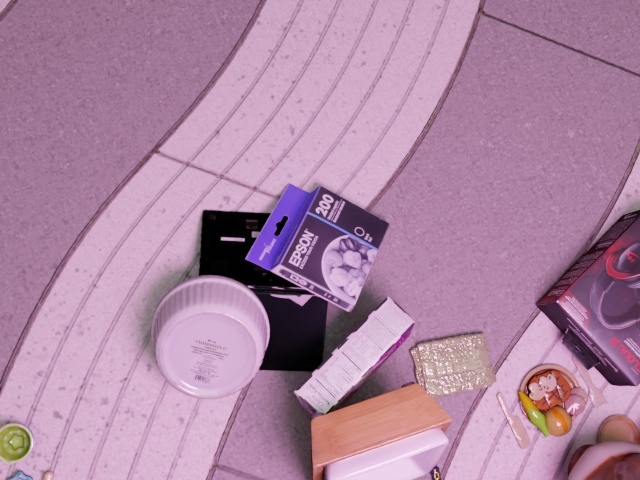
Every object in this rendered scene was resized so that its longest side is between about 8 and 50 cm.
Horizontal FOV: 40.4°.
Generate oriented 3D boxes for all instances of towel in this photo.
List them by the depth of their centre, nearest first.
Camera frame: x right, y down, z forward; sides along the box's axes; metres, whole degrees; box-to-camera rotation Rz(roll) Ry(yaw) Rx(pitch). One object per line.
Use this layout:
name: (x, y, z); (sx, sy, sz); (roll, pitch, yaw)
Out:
towel: (0.248, 0.233, 1.624); (0.148, 0.027, 0.110); (-12, 83, -7)

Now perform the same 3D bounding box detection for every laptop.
laptop: (-0.108, 0.091, 1.606); (0.234, 0.136, 0.264); (3, 56, -7)

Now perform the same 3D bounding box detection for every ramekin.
ramekin: (-0.189, 0.173, 1.495); (0.207, 0.109, 0.207); (-2, 110, -6)

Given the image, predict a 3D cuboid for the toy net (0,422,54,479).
toy net: (-0.513, 0.433, 1.492); (0.122, 0.045, 0.232); (-26, 86, -10)

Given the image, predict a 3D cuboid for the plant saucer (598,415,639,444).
plant saucer: (0.564, 0.373, 1.650); (0.084, 0.015, 0.083); (1, 83, -7)

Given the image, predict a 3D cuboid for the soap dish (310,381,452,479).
soap dish: (0.087, 0.349, 1.469); (0.229, 0.291, 0.118); (-17, 66, -9)

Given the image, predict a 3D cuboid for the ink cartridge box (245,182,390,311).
ink cartridge box: (0.000, 0.000, 1.571); (0.208, 0.045, 0.206); (27, 52, -1)

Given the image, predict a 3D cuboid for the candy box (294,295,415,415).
candy box: (0.060, 0.215, 1.532); (0.233, 0.159, 0.071); (-44, 78, -10)

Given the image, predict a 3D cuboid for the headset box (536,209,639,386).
headset box: (0.572, 0.117, 1.637); (0.293, 0.110, 0.218); (-42, 90, -11)

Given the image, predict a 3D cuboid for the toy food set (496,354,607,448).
toy food set: (0.438, 0.298, 1.632); (0.192, 0.038, 0.132); (-27, 86, -10)

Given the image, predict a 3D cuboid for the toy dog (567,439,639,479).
toy dog: (0.603, 0.499, 1.468); (0.408, 0.284, 0.395); (31, 88, -7)

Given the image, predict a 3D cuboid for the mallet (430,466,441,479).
mallet: (0.223, 0.511, 1.582); (0.062, 0.039, 0.189); (-20, 80, -7)
